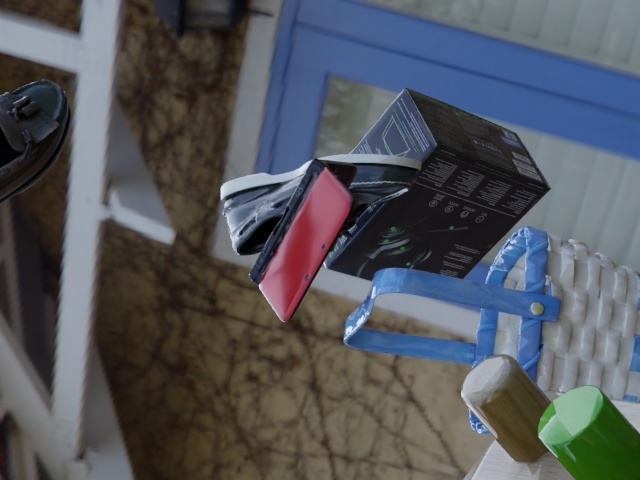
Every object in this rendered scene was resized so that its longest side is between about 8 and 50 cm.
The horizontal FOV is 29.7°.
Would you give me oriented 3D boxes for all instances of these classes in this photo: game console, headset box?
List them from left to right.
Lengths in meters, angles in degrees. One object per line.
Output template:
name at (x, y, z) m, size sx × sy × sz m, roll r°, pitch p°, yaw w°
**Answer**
game console at (0.000, 0.000, 1.202) m, size 0.124 × 0.085 × 0.144 m, roll 0°, pitch -56°, yaw -60°
headset box at (0.149, -0.054, 1.804) m, size 0.283 × 0.246 × 0.131 m, roll -50°, pitch 43°, yaw 29°

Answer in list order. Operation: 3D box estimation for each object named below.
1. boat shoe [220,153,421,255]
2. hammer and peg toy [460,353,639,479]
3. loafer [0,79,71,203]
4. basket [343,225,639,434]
boat shoe at (-0.006, -0.039, 1.585) m, size 0.127 × 0.340 × 0.113 m, roll 14°, pitch -107°, yaw -49°
hammer and peg toy at (0.130, 0.178, 0.491) m, size 0.266 × 0.127 × 0.361 m, roll -48°, pitch 20°, yaw -20°
loafer at (-0.362, -0.096, 1.332) m, size 0.267 × 0.096 × 0.084 m, roll -57°, pitch -10°, yaw -35°
basket at (0.177, 0.093, 1.220) m, size 0.255 × 0.289 × 0.201 m, roll 118°, pitch 157°, yaw -73°
